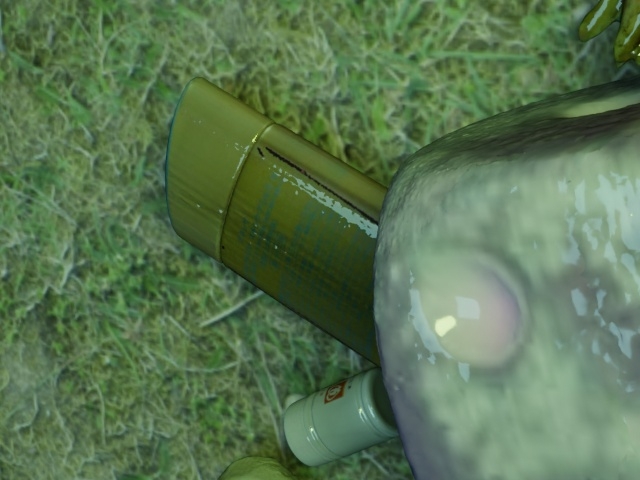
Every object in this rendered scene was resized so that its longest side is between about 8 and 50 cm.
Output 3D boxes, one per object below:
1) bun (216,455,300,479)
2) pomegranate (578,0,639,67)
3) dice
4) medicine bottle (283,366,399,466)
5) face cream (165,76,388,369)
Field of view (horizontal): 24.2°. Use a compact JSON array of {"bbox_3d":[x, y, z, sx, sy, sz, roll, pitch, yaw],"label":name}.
[{"bbox_3d":[-0.044,0.212,1.226,0.086,0.055,0.086,16,127,23],"label":"bun"},{"bbox_3d":[0.241,-0.223,0.790,0.222,0.277,0.204,23,157,-6],"label":"pomegranate"},{"bbox_3d":[0.207,0.046,0.895,0.270,0.270,0.271,-9,101,32],"label":"dice"},{"bbox_3d":[0.022,0.137,1.160,0.089,0.057,0.057,-27,91,34],"label":"medicine bottle"},{"bbox_3d":[0.000,0.000,1.119,0.285,0.067,0.139,32,129,17],"label":"face cream"}]
